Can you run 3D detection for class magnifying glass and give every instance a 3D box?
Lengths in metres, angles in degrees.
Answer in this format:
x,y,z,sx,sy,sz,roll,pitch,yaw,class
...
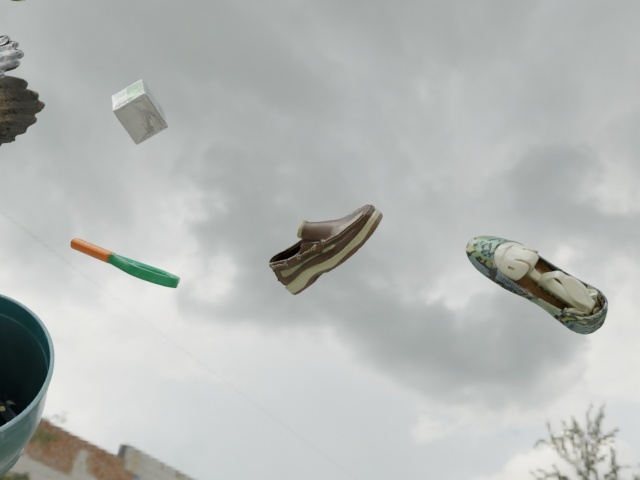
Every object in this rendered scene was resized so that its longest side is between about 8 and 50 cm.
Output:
x,y,z,sx,sy,sz,roll,pitch,yaw,class
-0.347,0.039,1.410,0.231,0.026,0.092,17,0,24,magnifying glass

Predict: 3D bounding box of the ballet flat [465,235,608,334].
x,y,z,sx,sy,sz,roll,pitch,yaw,class
0.267,0.042,0.972,0.188,0.070,0.070,31,-30,9,ballet flat

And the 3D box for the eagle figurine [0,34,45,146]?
x,y,z,sx,sy,sz,roll,pitch,yaw,class
-0.482,-0.176,0.880,0.298,0.226,0.225,24,-56,-11,eagle figurine

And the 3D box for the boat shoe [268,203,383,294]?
x,y,z,sx,sy,sz,roll,pitch,yaw,class
-0.003,0.004,1.432,0.095,0.095,0.257,44,-56,-10,boat shoe

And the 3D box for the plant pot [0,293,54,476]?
x,y,z,sx,sy,sz,roll,pitch,yaw,class
-0.567,0.262,1.271,0.271,0.272,0.255,12,-44,-8,plant pot

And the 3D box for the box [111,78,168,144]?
x,y,z,sx,sy,sz,roll,pitch,yaw,class
-0.413,-0.294,1.828,0.087,0.101,0.102,-30,-56,3,box
